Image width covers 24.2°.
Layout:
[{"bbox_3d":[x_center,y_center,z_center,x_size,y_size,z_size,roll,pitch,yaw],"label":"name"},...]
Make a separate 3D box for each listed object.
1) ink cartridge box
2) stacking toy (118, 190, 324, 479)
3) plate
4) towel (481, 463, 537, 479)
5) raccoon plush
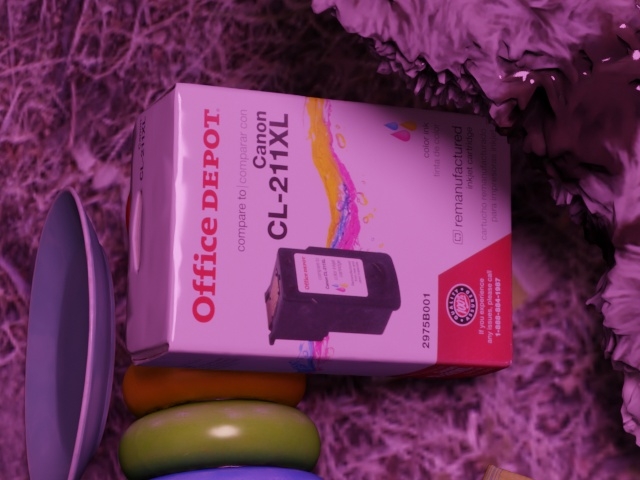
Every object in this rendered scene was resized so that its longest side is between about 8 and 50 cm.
[{"bbox_3d":[0.000,0.000,0.727,0.072,0.175,0.127,159,113,-67],"label":"ink cartridge box"},{"bbox_3d":[-0.050,0.100,0.779,0.141,0.141,0.330,-15,69,30],"label":"stacking toy"},{"bbox_3d":[-0.142,0.064,0.854,0.188,0.024,0.188,-175,90,-69],"label":"plate"},{"bbox_3d":[0.095,0.159,0.741,0.060,0.009,0.083,15,89,34],"label":"towel"},{"bbox_3d":[0.109,-0.152,0.731,0.216,0.299,0.446,-4,112,17],"label":"raccoon plush"}]
